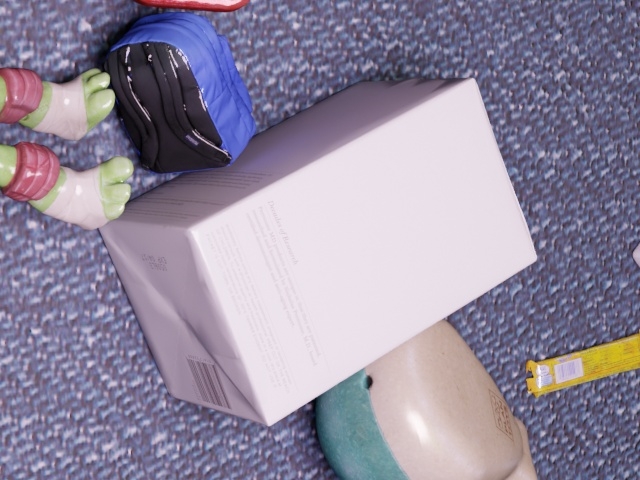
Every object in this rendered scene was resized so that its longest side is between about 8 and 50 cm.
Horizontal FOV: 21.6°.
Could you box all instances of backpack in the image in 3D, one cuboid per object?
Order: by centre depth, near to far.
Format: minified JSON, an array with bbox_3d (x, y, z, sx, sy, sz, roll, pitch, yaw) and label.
[{"bbox_3d":[-0.116,-0.127,1.360,0.120,0.098,0.101,64,32,-29],"label":"backpack"}]

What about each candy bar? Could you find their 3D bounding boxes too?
[{"bbox_3d":[0.269,0.122,1.668,0.161,0.018,0.040,-12,96,-31],"label":"candy bar"}]

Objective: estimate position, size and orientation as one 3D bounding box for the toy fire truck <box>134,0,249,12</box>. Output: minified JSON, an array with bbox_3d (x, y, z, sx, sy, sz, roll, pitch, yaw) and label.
[{"bbox_3d":[-0.137,-0.336,1.317,0.254,0.169,0.302,4,91,-8],"label":"toy fire truck"}]

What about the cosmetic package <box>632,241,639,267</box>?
[{"bbox_3d":[0.549,-0.093,1.708,0.161,0.230,0.453,48,70,-26],"label":"cosmetic package"}]

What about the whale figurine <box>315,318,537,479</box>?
[{"bbox_3d":[0.097,0.176,1.508,0.272,0.141,0.216,34,38,-50],"label":"whale figurine"}]

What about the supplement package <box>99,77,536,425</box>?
[{"bbox_3d":[0.000,0.000,1.397,0.293,0.177,0.175,-30,108,-26],"label":"supplement package"}]

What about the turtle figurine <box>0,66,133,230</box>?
[{"bbox_3d":[-0.248,-0.119,1.210,0.266,0.198,0.275,15,104,-42],"label":"turtle figurine"}]
